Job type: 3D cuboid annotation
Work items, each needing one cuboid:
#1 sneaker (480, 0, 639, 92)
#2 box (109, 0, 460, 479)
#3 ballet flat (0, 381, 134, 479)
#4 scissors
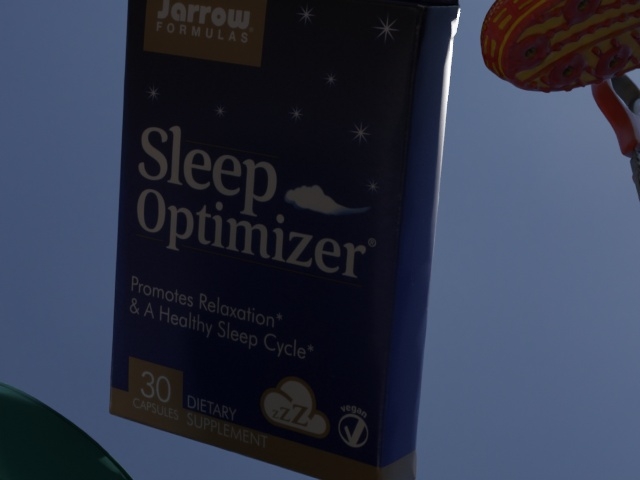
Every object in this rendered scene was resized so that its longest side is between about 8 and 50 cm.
[{"bbox_3d":[0.117,-0.114,0.524,0.175,0.064,0.067,-39,-124,-19],"label":"sneaker"},{"bbox_3d":[-0.018,-0.024,0.571,0.136,0.225,0.036,12,-167,31],"label":"box"},{"bbox_3d":[-0.075,0.137,0.553,0.203,0.074,0.074,37,-122,0],"label":"ballet flat"},{"bbox_3d":[0.216,-0.057,1.009,0.109,0.021,0.297,49,-155,-3],"label":"scissors"}]
